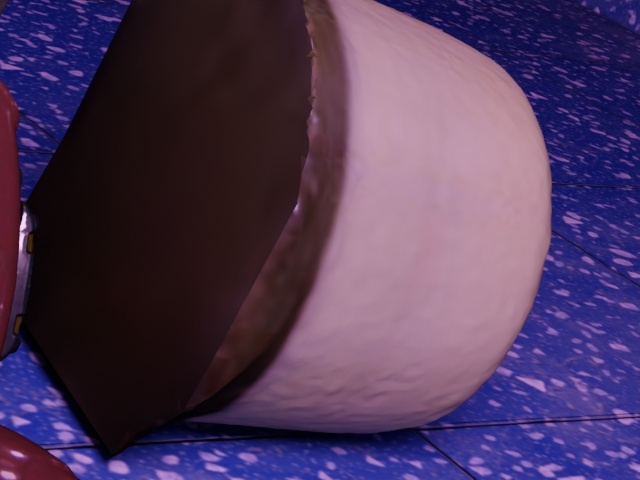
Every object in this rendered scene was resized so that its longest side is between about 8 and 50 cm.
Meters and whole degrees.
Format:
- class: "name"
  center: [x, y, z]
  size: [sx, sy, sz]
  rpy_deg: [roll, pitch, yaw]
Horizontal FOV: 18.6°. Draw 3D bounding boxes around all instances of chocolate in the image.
- class: "chocolate"
  center: [0.000, 0.000, 1.317]
  size: [0.297, 0.326, 0.314]
  rpy_deg: [26, 9, -33]

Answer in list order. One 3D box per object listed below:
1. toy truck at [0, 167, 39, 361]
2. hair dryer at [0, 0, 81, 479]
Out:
- class: "toy truck"
  center: [-0.294, 0.014, 1.234]
  size: [0.224, 0.147, 0.165]
  rpy_deg: [9, -5, -20]
- class: "hair dryer"
  center: [-0.142, 0.042, 0.988]
  size: [0.312, 0.340, 0.123]
  rpy_deg: [12, -10, -35]
